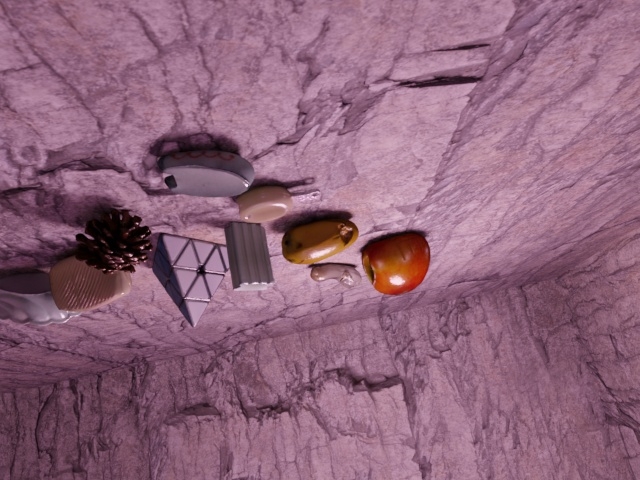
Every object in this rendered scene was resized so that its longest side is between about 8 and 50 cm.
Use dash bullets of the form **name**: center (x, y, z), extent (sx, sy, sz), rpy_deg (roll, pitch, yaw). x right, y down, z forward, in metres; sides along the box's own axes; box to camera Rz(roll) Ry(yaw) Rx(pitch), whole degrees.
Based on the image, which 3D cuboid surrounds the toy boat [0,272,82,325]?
- **toy boat**: center (-0.881, 0.169, 1.469), extent (0.291, 0.199, 0.100), rpy_deg (2, 119, -25)

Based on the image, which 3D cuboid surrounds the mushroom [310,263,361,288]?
- **mushroom**: center (0.073, 0.147, 2.065), extent (0.278, 0.099, 0.096), rpy_deg (13, 135, -42)

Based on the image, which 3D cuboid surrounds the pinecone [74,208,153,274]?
- **pinecone**: center (-0.522, 0.005, 1.223), extent (0.195, 0.149, 0.179), rpy_deg (-25, 156, 32)

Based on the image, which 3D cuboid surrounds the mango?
- **mango**: center (0.000, 0.000, 1.559), extent (0.262, 0.129, 0.167), rpy_deg (-17, 166, -1)

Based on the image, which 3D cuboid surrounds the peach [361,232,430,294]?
- **peach**: center (0.317, 0.090, 1.919), extent (0.275, 0.245, 0.248), rpy_deg (-20, -170, -8)

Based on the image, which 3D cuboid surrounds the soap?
- **soap**: center (-0.217, 0.048, 1.451), extent (0.119, 0.197, 0.067), rpy_deg (4, 155, -39)

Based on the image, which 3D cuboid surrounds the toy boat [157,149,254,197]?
- **toy boat**: center (-0.253, -0.159, 1.080), extent (0.208, 0.078, 0.134), rpy_deg (0, 151, -3)

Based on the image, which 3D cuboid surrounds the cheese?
- **cheese**: center (-0.111, -0.106, 1.295), extent (0.228, 0.064, 0.137), rpy_deg (-13, 162, -3)

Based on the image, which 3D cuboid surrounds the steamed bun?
- **steamed bun**: center (-0.671, 0.114, 1.435), extent (0.239, 0.169, 0.152), rpy_deg (-13, -177, 9)

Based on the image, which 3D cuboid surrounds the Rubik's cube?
- **Rubik's cube**: center (-0.429, 0.095, 1.547), extent (0.229, 0.228, 0.233), rpy_deg (30, -166, -8)
